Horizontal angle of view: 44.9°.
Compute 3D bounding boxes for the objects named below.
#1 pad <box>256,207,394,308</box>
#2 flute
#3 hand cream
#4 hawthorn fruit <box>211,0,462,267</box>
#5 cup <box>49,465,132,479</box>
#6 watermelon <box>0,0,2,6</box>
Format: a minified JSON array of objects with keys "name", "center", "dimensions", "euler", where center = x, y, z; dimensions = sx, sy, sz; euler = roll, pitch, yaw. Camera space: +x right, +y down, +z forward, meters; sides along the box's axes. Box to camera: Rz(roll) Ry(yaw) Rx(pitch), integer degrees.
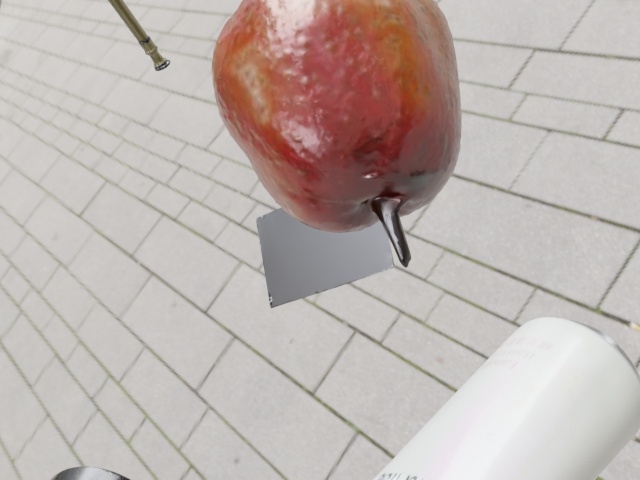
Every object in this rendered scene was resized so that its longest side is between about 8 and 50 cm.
[{"name":"pad","center":[0.000,0.000,1.221],"dimensions":[0.243,0.004,0.163],"euler":[-21,70,32]},{"name":"flute","center":[-0.274,-0.322,1.019],"dimensions":[0.027,0.233,0.027],"euler":[-21,38,18]},{"name":"hand cream","center":[0.090,0.190,0.551],"dimensions":[0.359,0.118,0.185],"euler":[-34,8,-29]},{"name":"hawthorn fruit","center":[0.034,-0.136,0.882],"dimensions":[0.285,0.285,0.368],"euler":[-25,71,26]},{"name":"cup","center":[-0.272,0.407,0.878],"dimensions":[0.166,0.239,0.177],"euler":[3,30,12]},{"name":"watermelon","center":[-0.475,-0.388,0.803],"dimensions":[0.188,0.322,0.175],"euler":[140,145,-61]}]
